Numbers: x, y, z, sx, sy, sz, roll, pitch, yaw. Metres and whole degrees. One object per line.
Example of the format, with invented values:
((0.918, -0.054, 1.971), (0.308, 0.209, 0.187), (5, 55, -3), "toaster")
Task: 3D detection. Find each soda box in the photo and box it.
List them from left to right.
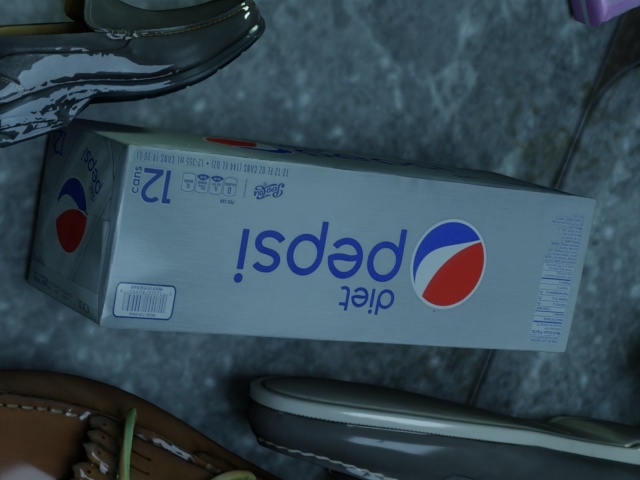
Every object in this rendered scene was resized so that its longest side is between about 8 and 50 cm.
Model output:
((0.000, 0.000, 0.907), (0.286, 0.098, 0.091), (5, 99, -33), "soda box")

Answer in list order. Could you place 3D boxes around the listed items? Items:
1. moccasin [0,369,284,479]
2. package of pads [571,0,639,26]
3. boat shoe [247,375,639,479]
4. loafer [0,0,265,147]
((-0.072, 0.172, 0.877), (0.380, 0.147, 0.139), (34, 84, -33), "moccasin")
((0.166, -0.171, 1.003), (0.050, 0.032, 0.083), (-26, 115, -26), "package of pads")
((0.097, 0.145, 0.997), (0.335, 0.112, 0.095), (12, 91, -37), "boat shoe")
((-0.105, -0.097, 0.842), (0.170, 0.062, 0.061), (-23, 109, -26), "loafer")
